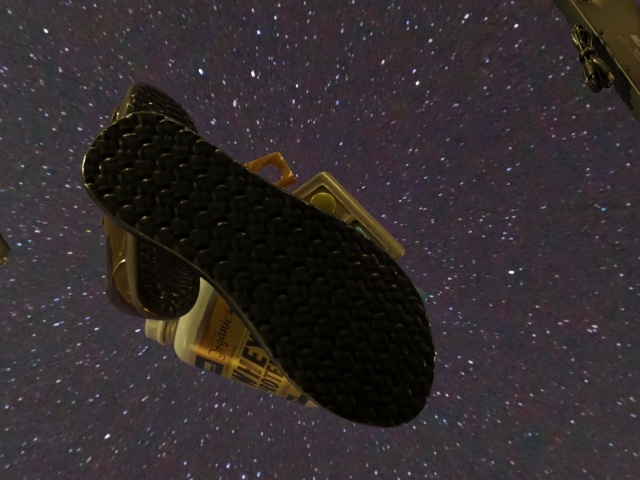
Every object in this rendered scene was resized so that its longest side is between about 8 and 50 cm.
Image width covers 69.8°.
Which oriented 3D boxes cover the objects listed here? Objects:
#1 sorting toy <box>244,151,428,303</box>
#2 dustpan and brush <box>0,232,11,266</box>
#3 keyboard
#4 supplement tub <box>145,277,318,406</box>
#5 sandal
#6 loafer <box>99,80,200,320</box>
[{"bbox_3d":[0.000,0.000,0.653,0.196,0.047,0.347,-38,-105,-22],"label":"sorting toy"},{"bbox_3d":[-0.499,0.018,0.534,0.211,0.060,0.147,-34,-93,-28],"label":"dustpan and brush"},{"bbox_3d":[0.248,-0.147,0.376,0.108,0.023,0.180,-6,-118,-18],"label":"keyboard"},{"bbox_3d":[-0.110,0.131,0.796,0.317,0.228,0.228,21,-93,-3],"label":"supplement tub"},{"bbox_3d":[-0.058,0.022,0.517,0.446,0.107,0.167,40,-105,6],"label":"sandal"},{"bbox_3d":[-0.258,-0.061,0.645,0.130,0.134,0.365,-20,-117,28],"label":"loafer"}]
